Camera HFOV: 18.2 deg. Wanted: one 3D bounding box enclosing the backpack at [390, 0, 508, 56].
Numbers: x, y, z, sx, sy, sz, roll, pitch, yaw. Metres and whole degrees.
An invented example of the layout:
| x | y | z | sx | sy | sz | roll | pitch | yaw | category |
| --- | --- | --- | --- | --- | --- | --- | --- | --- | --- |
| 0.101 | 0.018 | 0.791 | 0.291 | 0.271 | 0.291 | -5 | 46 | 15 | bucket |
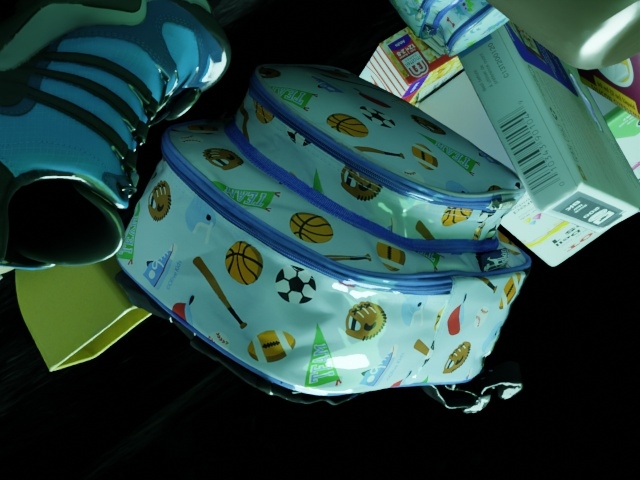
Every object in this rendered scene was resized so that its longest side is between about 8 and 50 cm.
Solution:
| x | y | z | sx | sy | sz | roll | pitch | yaw | category |
| --- | --- | --- | --- | --- | --- | --- | --- | --- | --- |
| 0.100 | -0.182 | 1.319 | 0.105 | 0.084 | 0.114 | -37 | 170 | -6 | backpack |

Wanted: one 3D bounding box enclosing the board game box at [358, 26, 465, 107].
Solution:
| x | y | z | sx | sy | sz | roll | pitch | yaw | category |
| --- | --- | --- | --- | --- | --- | --- | --- | --- | --- |
| 0.116 | -0.164 | 1.658 | 0.193 | 0.045 | 0.147 | -33 | 172 | -21 | board game box |

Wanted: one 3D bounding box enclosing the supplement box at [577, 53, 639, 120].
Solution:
| x | y | z | sx | sy | sz | roll | pitch | yaw | category |
| --- | --- | --- | --- | --- | --- | --- | --- | --- | --- |
| 0.233 | -0.185 | 1.460 | 0.081 | 0.104 | 0.188 | -34 | 133 | -14 | supplement box |

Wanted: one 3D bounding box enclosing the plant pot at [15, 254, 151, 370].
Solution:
| x | y | z | sx | sy | sz | roll | pitch | yaw | category |
| --- | --- | --- | --- | --- | --- | --- | --- | --- | --- |
| -0.175 | 0.035 | 1.457 | 0.081 | 0.083 | 0.081 | -37 | 173 | 17 | plant pot |

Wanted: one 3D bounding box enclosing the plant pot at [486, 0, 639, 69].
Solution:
| x | y | z | sx | sy | sz | roll | pitch | yaw | category |
| --- | --- | --- | --- | --- | --- | --- | --- | --- | --- |
| 0.075 | -0.186 | 0.615 | 0.263 | 0.229 | 0.263 | -36 | 173 | -5 | plant pot |

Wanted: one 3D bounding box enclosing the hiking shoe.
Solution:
| x | y | z | sx | sy | sz | roll | pitch | yaw | category |
| --- | --- | --- | --- | --- | --- | --- | --- | --- | --- |
| -0.131 | -0.044 | 0.953 | 0.113 | 0.132 | 0.304 | -40 | 171 | 34 | hiking shoe |

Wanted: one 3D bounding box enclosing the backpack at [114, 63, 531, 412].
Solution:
| x | y | z | sx | sy | sz | roll | pitch | yaw | category |
| --- | --- | --- | --- | --- | --- | --- | --- | --- | --- |
| 0.000 | 0.000 | 1.395 | 0.263 | 0.276 | 0.213 | -17 | 130 | -54 | backpack |

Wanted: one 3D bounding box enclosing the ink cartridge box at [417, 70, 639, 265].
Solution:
| x | y | z | sx | sy | sz | roll | pitch | yaw | category |
| --- | --- | --- | --- | --- | --- | --- | --- | --- | --- |
| 0.225 | -0.098 | 1.732 | 0.201 | 0.117 | 0.278 | -36 | 161 | 8 | ink cartridge box |

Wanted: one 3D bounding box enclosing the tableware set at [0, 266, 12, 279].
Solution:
| x | y | z | sx | sy | sz | roll | pitch | yaw | category |
| --- | --- | --- | --- | --- | --- | --- | --- | --- | --- |
| -0.247 | 0.032 | 1.362 | 0.169 | 0.020 | 0.141 | -39 | 172 | 32 | tableware set |

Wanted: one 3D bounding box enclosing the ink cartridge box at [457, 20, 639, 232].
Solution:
| x | y | z | sx | sy | sz | roll | pitch | yaw | category |
| --- | --- | --- | --- | --- | --- | --- | --- | --- | --- |
| 0.164 | -0.106 | 1.488 | 0.045 | 0.206 | 0.208 | -32 | 163 | 19 | ink cartridge box |
